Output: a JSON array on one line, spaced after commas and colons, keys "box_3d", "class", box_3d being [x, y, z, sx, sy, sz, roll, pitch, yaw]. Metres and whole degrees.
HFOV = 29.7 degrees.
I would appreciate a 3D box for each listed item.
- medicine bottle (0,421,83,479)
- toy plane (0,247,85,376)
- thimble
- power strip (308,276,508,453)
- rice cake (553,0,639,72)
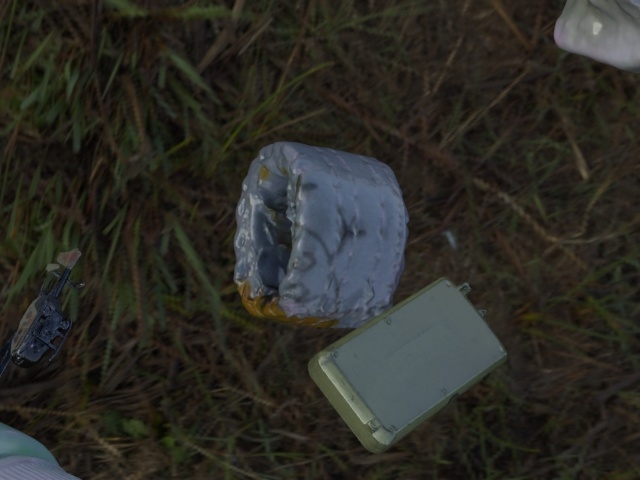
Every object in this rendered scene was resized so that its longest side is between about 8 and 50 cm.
[{"box_3d": [-0.235, 0.168, 0.728, 0.139, 0.225, 0.139, -23, 120, -48], "class": "medicine bottle"}, {"box_3d": [-0.217, 0.057, 0.945, 0.031, 0.049, 0.121, 44, 60, -34], "class": "toy plane"}, {"box_3d": [0.001, -0.002, 1.016, 0.118, 0.127, 0.151, 7, 90, -32], "class": "thimble"}, {"box_3d": [0.065, 0.078, 0.804, 0.169, 0.028, 0.076, -25, 72, -46], "class": "power strip"}, {"box_3d": [0.248, -0.097, 0.554, 0.365, 0.072, 0.056, -1, 101, -32], "class": "rice cake"}]
